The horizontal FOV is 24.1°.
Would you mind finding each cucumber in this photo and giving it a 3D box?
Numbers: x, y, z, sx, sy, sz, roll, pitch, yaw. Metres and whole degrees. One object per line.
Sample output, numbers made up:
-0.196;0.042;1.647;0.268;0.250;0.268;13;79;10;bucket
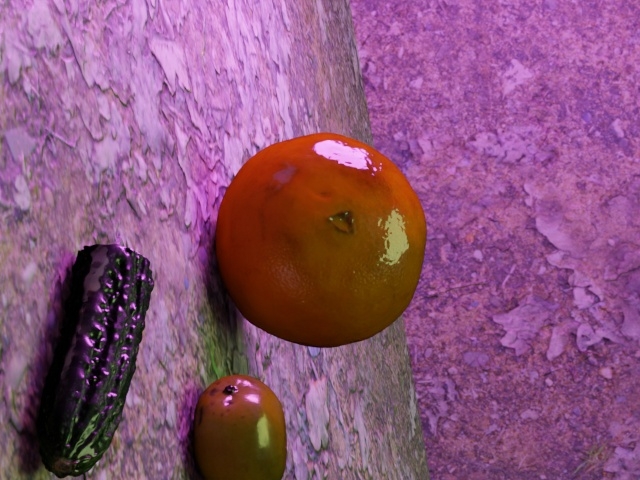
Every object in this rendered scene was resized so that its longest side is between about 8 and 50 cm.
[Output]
-0.187;0.098;1.240;0.265;0.077;0.077;-84;163;-46;cucumber

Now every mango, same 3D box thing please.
-0.083;0.222;1.632;0.195;0.098;0.137;77;6;-63;mango

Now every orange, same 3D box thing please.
0.000;0.000;1.808;0.261;0.261;0.261;-8;90;-80;orange
